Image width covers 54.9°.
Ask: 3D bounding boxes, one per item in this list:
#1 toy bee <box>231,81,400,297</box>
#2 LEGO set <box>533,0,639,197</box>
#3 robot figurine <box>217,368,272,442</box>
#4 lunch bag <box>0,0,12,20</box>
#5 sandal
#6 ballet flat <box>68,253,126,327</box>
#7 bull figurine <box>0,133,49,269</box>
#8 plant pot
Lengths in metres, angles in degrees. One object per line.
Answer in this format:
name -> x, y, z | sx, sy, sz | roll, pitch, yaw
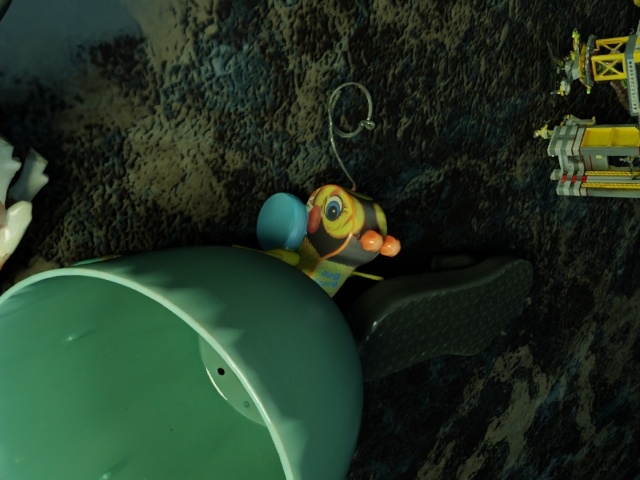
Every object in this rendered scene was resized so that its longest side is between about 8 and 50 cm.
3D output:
toy bee -> 0.000, 0.000, 0.661 | 0.195, 0.162, 0.298 | -9, 123, -30
LEGO set -> 0.394, -0.211, 0.841 | 0.331, 0.192, 0.255 | 47, 57, -47
robot figurine -> -0.073, 0.198, 0.744 | 0.219, 0.128, 0.158 | -27, 153, 1
lunch bag -> -0.305, -0.132, 0.250 | 0.287, 0.169, 0.235 | 36, 78, -31
sandal -> 0.164, 0.076, 0.844 | 0.445, 0.107, 0.168 | 1, 121, -49
ballet flat -> -0.229, 0.103, 0.638 | 0.067, 0.073, 0.206 | 5, 115, -8
bull figurine -> -0.340, -0.058, 0.413 | 0.188, 0.101, 0.310 | -45, 134, -5
plant pot -> -0.095, 0.134, 0.524 | 0.235, 0.293, 0.293 | -28, 140, -62
